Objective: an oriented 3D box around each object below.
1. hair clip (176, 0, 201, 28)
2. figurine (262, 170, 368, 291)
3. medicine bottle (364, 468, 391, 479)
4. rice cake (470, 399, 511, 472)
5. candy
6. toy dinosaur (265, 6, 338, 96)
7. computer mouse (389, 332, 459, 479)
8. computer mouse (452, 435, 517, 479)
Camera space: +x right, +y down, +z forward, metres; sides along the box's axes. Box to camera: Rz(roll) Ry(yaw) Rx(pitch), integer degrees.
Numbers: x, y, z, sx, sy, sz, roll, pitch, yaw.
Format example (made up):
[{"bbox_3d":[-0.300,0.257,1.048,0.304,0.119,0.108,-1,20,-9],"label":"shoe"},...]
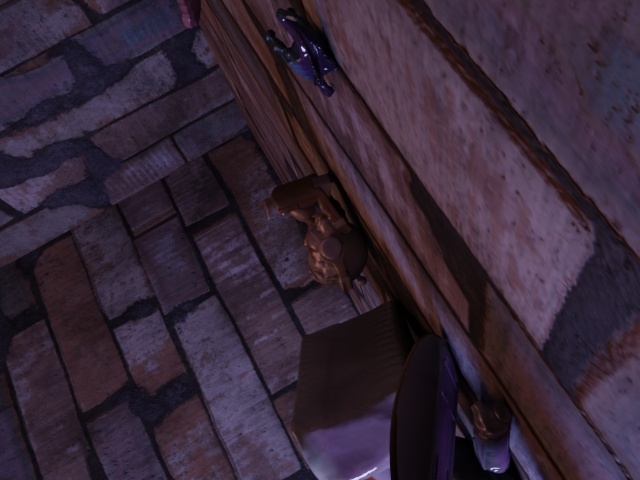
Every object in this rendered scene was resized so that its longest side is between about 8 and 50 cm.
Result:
[{"bbox_3d":[-0.192,-0.409,1.053,0.138,0.102,0.123,61,174,1],"label":"hair clip"},{"bbox_3d":[0.004,-0.001,1.269,0.237,0.141,0.162,61,-178,-26],"label":"figurine"},{"bbox_3d":[0.157,0.445,1.425,0.315,0.202,0.202,38,179,-4],"label":"medicine bottle"},{"bbox_3d":[0.226,0.262,0.927,0.270,0.048,0.055,66,-164,-58],"label":"rice cake"},{"bbox_3d":[0.074,0.253,1.222,0.359,0.207,0.145,-87,-27,-73],"label":"candy"},{"bbox_3d":[-0.017,-0.193,0.713,0.080,0.045,0.197,46,-179,14],"label":"toy dinosaur"},{"bbox_3d":[0.140,0.277,0.952,0.158,0.071,0.311,62,-149,-46],"label":"computer mouse"},{"bbox_3d":[0.234,0.422,1.186,0.203,0.114,0.374,34,150,10],"label":"computer mouse"}]
